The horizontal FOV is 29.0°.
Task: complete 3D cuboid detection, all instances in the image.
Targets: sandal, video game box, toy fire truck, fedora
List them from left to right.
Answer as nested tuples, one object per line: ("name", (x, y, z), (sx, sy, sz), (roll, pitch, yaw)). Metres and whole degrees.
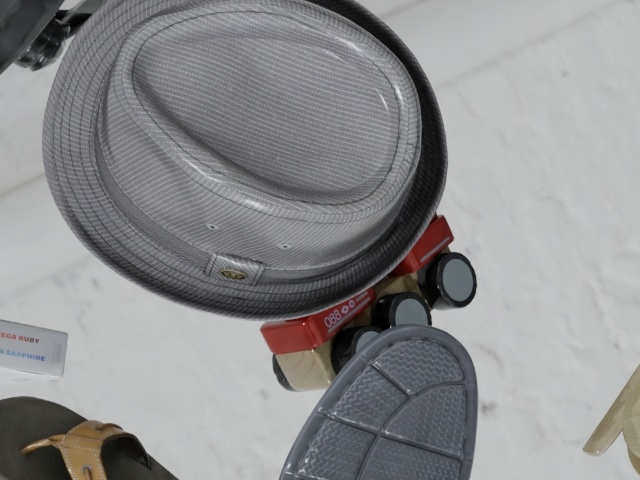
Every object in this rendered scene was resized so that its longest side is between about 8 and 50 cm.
("video game box", (-0.349, 0.094, 1.088), (0.205, 0.187, 0.048), (-15, 68, 53))
("sandal", (-0.163, 0.182, 0.950), (0.219, 0.090, 0.060), (34, 134, -11))
("fedora", (-0.045, -0.076, 0.793), (0.275, 0.244, 0.124), (24, 169, -3))
("toy fire truck", (0.000, 0.000, 1.207), (0.158, 0.217, 0.246), (-12, 109, 49))

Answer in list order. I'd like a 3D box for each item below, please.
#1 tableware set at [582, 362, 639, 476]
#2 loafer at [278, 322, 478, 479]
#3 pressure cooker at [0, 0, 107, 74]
("tableware set", (0.157, 0.125, 0.616), (0.039, 0.194, 0.128), (48, 162, -27))
("loafer", (0.013, 0.192, 0.761), (0.095, 0.109, 0.303), (-153, 80, -84))
("pressure cooker", (-0.348, -0.319, 1.055), (0.420, 0.376, 0.370), (32, 179, -31))
